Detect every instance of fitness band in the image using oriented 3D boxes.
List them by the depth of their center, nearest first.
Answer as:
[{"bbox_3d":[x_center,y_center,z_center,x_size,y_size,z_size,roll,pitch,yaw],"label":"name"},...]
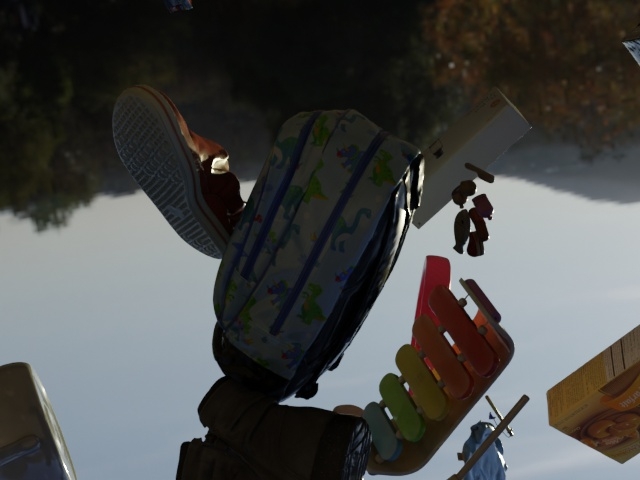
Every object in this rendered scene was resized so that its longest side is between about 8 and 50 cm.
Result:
[{"bbox_3d":[0.178,0.169,2.070,0.054,0.290,0.209,8,177,5],"label":"fitness band"}]

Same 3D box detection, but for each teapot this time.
[{"bbox_3d":[-0.477,0.312,1.803,0.187,0.256,0.252,-21,-136,-11],"label":"teapot"}]

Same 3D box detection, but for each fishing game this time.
[{"bbox_3d":[0.287,0.417,2.209,0.041,0.189,0.264,-6,-128,32],"label":"fishing game"}]

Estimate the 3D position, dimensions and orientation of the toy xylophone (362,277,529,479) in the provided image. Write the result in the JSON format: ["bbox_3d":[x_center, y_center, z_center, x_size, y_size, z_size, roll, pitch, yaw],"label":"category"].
[{"bbox_3d":[0.178,0.222,1.786,0.081,0.322,0.236,26,-169,-32],"label":"toy xylophone"}]

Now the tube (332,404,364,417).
[{"bbox_3d":[0.033,0.405,2.139,0.070,0.240,0.062,0,-160,-21],"label":"tube"}]

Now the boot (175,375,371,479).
[{"bbox_3d":[-0.081,0.351,1.510,0.223,0.338,0.118,10,164,22],"label":"boot"}]

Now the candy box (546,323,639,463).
[{"bbox_3d":[0.568,0.254,2.142,0.316,0.183,0.087,-45,-154,36],"label":"candy box"}]

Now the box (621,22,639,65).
[{"bbox_3d":[0.441,-0.210,1.242,0.207,0.153,0.108,-40,-174,2],"label":"box"}]

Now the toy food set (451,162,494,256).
[{"bbox_3d":[0.185,-0.030,1.510,0.019,0.122,0.078,-13,-152,-28],"label":"toy food set"}]

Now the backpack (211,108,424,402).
[{"bbox_3d":[0.000,0.000,1.646,0.355,0.273,0.290,-49,174,28],"label":"backpack"}]

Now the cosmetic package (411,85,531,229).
[{"bbox_3d":[0.215,-0.132,1.945,0.239,0.060,0.099,-43,-155,12],"label":"cosmetic package"}]

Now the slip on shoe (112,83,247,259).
[{"bbox_3d":[-0.175,-0.100,1.602,0.123,0.331,0.101,21,-113,28],"label":"slip on shoe"}]

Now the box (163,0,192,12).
[{"bbox_3d":[-0.168,-0.322,1.291,0.027,0.137,0.094,-13,158,8],"label":"box"}]
